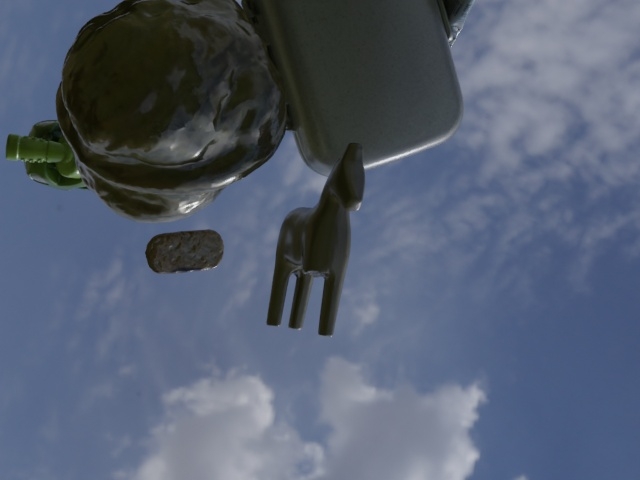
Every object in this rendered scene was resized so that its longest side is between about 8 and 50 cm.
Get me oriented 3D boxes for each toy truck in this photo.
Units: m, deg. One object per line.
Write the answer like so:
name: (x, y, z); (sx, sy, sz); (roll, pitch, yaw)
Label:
toy truck: (-0.535, -0.180, 2.418); (0.210, 0.187, 0.148); (8, 91, -85)

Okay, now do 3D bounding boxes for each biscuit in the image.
biscuit: (-0.228, 0.019, 1.977); (0.018, 0.147, 0.071); (5, -81, 59)

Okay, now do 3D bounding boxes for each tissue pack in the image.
tissue pack: (0.188, -0.365, 1.678); (0.193, 0.026, 0.123); (117, -39, -65)

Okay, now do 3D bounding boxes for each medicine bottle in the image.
medicine bottle: (0.048, -0.289, 1.646); (0.123, 0.282, 0.375); (1, -70, 70)

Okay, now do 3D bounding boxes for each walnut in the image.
walnut: (-0.182, -0.168, 1.433); (0.253, 0.277, 0.282); (54, -27, -3)

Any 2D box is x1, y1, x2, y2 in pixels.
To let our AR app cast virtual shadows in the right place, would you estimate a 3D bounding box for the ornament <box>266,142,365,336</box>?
ornament: (0.000, 0.000, 1.499); (0.230, 0.061, 0.245); (-176, -85, -72)
